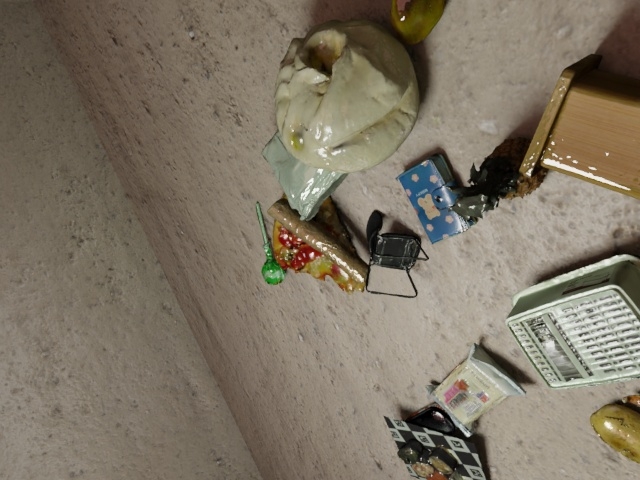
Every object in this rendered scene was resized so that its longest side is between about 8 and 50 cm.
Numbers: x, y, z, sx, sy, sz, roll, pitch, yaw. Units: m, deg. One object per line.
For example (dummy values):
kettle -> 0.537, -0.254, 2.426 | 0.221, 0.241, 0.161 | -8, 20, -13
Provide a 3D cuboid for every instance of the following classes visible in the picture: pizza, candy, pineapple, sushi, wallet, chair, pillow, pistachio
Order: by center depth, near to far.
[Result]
pineapple -> 0.349, -0.117, 0.889 | 0.128, 0.248, 0.128 | 30, 135, 35
pistachio -> 0.204, -0.502, 0.936 | 0.110, 0.100, 0.189 | 15, 122, 15
wallet -> 0.284, -0.102, 1.121 | 0.141, 0.059, 0.202 | -27, 90, 50
chair -> 0.201, 0.030, 1.263 | 0.145, 0.221, 0.140 | 6, 126, -3
pillow -> -0.031, -0.257, 1.274 | 0.310, 0.138, 0.283 | -49, 64, 30
sushi -> 0.364, 0.737, 1.453 | 0.320, 0.069, 0.339 | 2, 125, 41
pizza -> -0.008, 0.017, 1.464 | 0.406, 0.130, 0.440 | 44, 138, 25
candy -> -0.207, 0.014, 1.731 | 0.097, 0.097, 0.324 | -7, 98, 50

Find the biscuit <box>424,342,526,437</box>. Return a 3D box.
biscuit -> 0.423, 0.420, 1.265 | 0.186, 0.079, 0.309 | 47, 138, 21

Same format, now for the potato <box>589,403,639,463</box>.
potato -> 0.682, 0.427, 0.981 | 0.170, 0.080, 0.107 | 37, 123, 30

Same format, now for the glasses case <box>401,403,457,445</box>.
glasses case -> 0.342, 0.607, 1.473 | 0.103, 0.067, 0.267 | 45, 139, 10

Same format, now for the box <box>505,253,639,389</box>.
box -> 0.543, 0.166, 0.906 | 0.221, 0.166, 0.290 | 58, 142, 5

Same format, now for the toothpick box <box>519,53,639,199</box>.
toothpick box -> 0.528, -0.158, 0.726 | 0.308, 0.187, 0.190 | 30, 131, 29

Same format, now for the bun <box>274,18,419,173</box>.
bun -> 0.044, -0.339, 1.043 | 0.365, 0.219, 0.365 | -1, 87, 24

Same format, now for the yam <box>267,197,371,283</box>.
yam -> 0.000, 0.000, 1.338 | 0.356, 0.081, 0.081 | 39, 138, 5

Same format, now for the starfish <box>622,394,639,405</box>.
starfish -> 0.771, 0.309, 0.807 | 0.301, 0.084, 0.294 | 40, 138, 31
